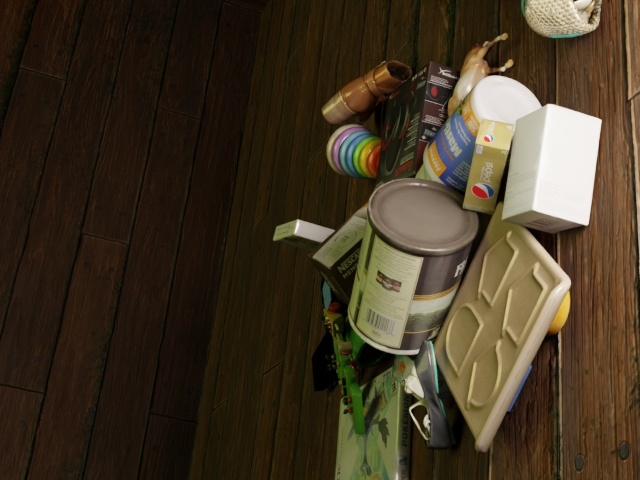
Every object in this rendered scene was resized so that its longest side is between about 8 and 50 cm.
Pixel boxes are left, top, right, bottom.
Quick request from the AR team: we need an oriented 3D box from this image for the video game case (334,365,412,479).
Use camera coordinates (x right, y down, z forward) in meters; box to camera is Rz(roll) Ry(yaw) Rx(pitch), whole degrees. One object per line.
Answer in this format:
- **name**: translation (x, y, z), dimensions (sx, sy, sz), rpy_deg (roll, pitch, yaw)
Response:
- **video game case**: translation (0.108, 0.446, 2.023), dimensions (0.329, 0.036, 0.300), rpy_deg (134, 146, -57)

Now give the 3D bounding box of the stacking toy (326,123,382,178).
- **stacking toy**: translation (0.130, -0.201, 2.333), dimensions (0.330, 0.141, 0.141), rpy_deg (-144, 69, -67)

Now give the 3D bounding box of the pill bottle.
- **pill bottle**: translation (0.287, -0.169, 1.768), dimensions (0.272, 0.152, 0.152), rpy_deg (128, 151, -50)

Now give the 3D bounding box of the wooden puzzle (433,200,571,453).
- **wooden puzzle**: translation (0.309, 0.140, 1.589), dimensions (0.348, 0.080, 0.322), rpy_deg (-103, 32, -65)

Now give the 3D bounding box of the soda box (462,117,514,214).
- **soda box**: translation (0.290, -0.126, 1.638), dimensions (0.181, 0.058, 0.061), rpy_deg (91, -165, -55)

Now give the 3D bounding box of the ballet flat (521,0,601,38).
- **ballet flat**: translation (0.473, -0.575, 1.569), dimensions (0.182, 0.164, 0.483), rpy_deg (24, 105, 51)

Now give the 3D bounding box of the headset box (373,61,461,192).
- **headset box**: translation (0.220, -0.211, 2.074), dimensions (0.218, 0.110, 0.293), rpy_deg (152, 130, -66)

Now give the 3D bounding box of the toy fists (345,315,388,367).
- **toy fists**: translation (0.139, 0.146, 2.077), dimensions (0.279, 0.096, 0.142), rpy_deg (-62, 30, 33)

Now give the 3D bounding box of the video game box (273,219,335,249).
- **video game box**: translation (0.000, 0.000, 2.433), dimensions (0.187, 0.205, 0.048), rpy_deg (173, 112, -71)

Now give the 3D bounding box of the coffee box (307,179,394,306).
- **coffee box**: translation (0.115, 0.010, 1.960), dimensions (0.246, 0.141, 0.098), rpy_deg (-41, 32, -12)

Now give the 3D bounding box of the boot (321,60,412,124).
- **boot**: translation (0.143, -0.400, 2.451), dimensions (0.220, 0.283, 0.109), rpy_deg (-32, 84, 30)

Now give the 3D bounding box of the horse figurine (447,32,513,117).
- **horse figurine**: translation (0.319, -0.306, 1.925), dimensions (0.174, 0.066, 0.263), rpy_deg (-7, 67, 65)

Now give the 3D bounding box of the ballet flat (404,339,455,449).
- **ballet flat**: translation (0.190, 0.285, 1.706), dimensions (0.074, 0.074, 0.203), rpy_deg (177, 79, -72)

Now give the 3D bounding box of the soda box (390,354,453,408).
- **soda box**: translation (0.199, 0.268, 1.836), dimensions (0.183, 0.063, 0.058), rpy_deg (-150, 76, -72)

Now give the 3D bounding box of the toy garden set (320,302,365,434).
- **toy garden set**: translation (0.044, 0.275, 2.079), dimensions (0.244, 0.049, 0.204), rpy_deg (-110, 12, -61)

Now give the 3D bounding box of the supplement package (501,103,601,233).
- **supplement package**: translation (0.374, -0.114, 1.528), dimensions (0.105, 0.105, 0.179), rpy_deg (157, 125, -71)

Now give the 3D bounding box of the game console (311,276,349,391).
- **game console**: translation (0.026, 0.206, 2.460), dimensions (0.361, 0.044, 0.213), rpy_deg (-96, 27, -50)

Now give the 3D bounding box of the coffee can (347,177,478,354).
- **coffee can**: translation (0.168, 0.050, 1.771), dimensions (0.201, 0.201, 0.275), rpy_deg (-95, 11, -47)
